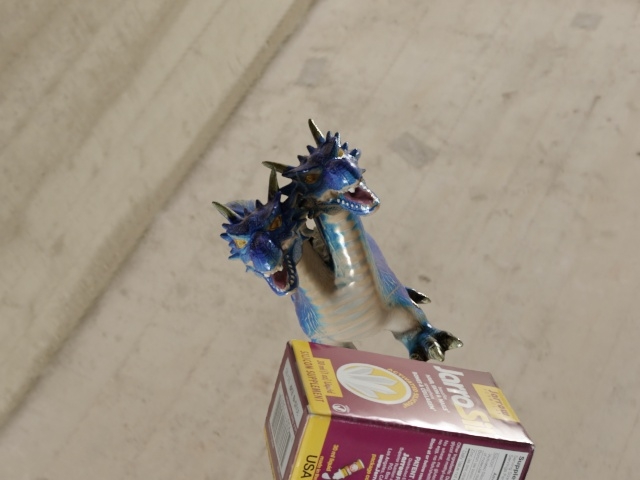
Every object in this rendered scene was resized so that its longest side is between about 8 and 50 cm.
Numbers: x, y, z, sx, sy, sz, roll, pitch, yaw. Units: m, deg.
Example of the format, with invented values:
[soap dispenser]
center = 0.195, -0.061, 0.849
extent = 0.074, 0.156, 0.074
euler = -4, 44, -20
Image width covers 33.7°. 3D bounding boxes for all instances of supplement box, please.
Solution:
[supplement box]
center = 0.026, 0.072, 0.381
extent = 0.083, 0.043, 0.055
euler = 11, -161, -15

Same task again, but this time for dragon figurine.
[dragon figurine]
center = 0.000, 0.000, 0.589
extent = 0.085, 0.144, 0.289
euler = -27, -168, 0
